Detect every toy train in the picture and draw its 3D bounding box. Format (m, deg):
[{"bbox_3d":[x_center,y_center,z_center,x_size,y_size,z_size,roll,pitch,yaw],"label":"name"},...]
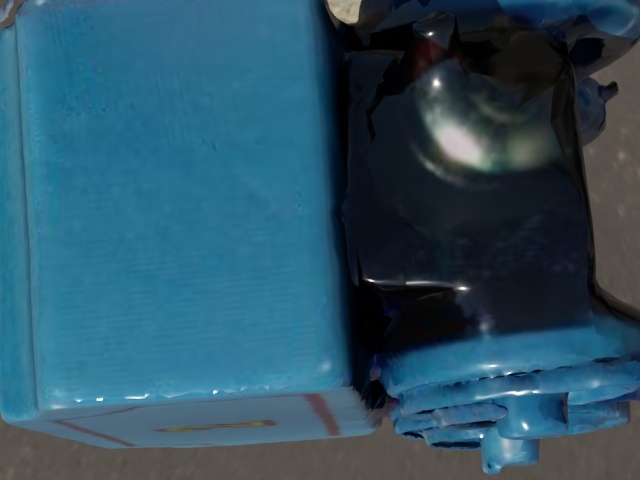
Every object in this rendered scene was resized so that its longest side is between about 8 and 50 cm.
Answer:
[{"bbox_3d":[0.000,0.000,0.674,0.265,0.300,0.188,-4,80,3],"label":"toy train"}]

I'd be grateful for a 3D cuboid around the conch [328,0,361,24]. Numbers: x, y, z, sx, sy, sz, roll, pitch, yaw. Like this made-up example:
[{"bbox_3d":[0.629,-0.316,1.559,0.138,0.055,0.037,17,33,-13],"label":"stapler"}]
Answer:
[{"bbox_3d":[0.013,-0.322,1.573,0.159,0.210,0.291,32,113,45],"label":"conch"}]
